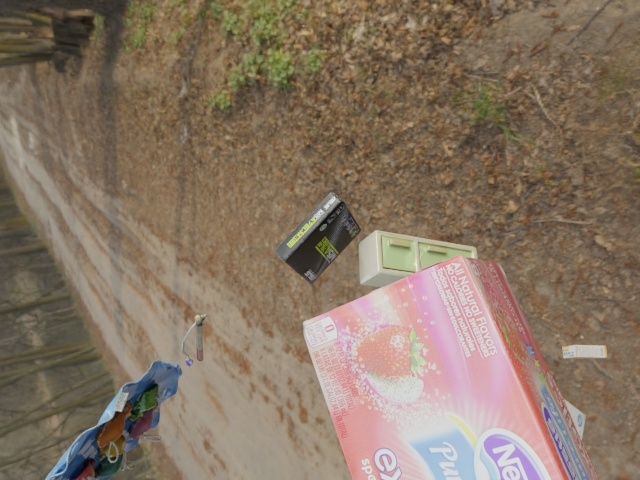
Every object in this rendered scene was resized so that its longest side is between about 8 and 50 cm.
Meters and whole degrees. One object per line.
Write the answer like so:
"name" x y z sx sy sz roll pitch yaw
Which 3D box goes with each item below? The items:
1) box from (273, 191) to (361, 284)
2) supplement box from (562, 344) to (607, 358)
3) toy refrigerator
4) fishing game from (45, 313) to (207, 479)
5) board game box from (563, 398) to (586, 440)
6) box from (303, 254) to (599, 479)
"box" 0.000 0.000 1.209 0.045 0.184 0.190 39 175 26
"supplement box" 0.761 0.322 1.521 0.062 0.099 0.036 109 163 -73
"toy refrigerator" 0.228 0.055 1.201 0.094 0.270 0.102 137 137 -58
"fishing game" -0.193 0.198 0.525 0.041 0.264 0.189 33 148 9
"board game box" 0.458 0.423 1.217 0.317 0.242 0.064 38 144 -6
"box" 0.121 0.174 0.406 0.142 0.154 0.299 -27 73 24
